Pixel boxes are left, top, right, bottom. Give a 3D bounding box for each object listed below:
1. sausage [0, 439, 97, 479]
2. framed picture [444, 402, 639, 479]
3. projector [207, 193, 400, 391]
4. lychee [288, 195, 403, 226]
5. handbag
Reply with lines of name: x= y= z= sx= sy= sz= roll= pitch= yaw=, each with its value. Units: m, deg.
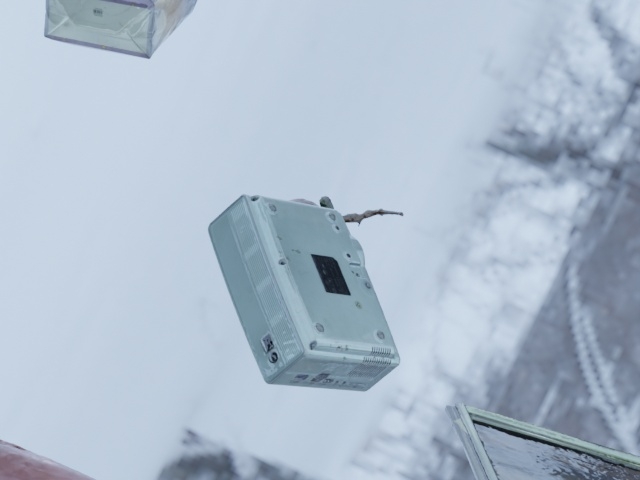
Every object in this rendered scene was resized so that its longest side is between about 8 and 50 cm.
sausage: x=-0.242 y=0.251 z=1.511 sx=0.152 sy=0.280 sz=0.152 roll=21 pitch=90 yaw=-83
framed picture: x=0.231 y=0.196 z=1.449 sx=0.197 sy=0.252 sz=0.014 roll=-108 pitch=-143 yaw=-73
projector: x=-0.010 y=0.040 z=1.431 sx=0.115 sy=0.147 sz=0.061 roll=11 pitch=139 yaw=-47
lychee: x=-0.003 y=0.005 z=1.981 sx=0.140 sy=0.114 sz=0.101 roll=-28 pitch=141 yaw=-29
handbag: x=-0.187 y=-0.238 z=1.781 sx=0.173 sy=0.117 sz=0.095 roll=-58 pitch=159 yaw=-64
